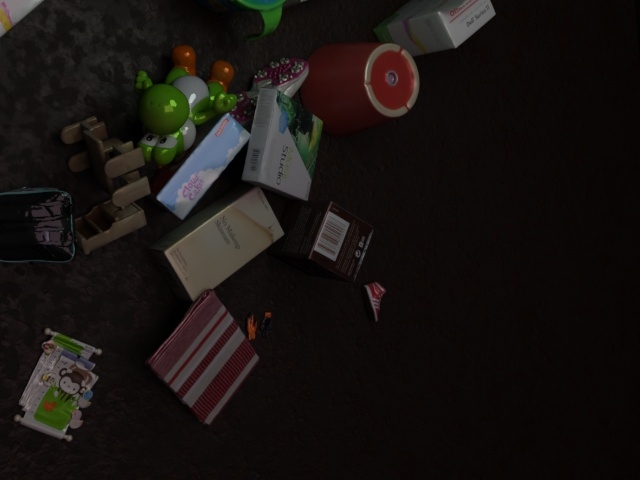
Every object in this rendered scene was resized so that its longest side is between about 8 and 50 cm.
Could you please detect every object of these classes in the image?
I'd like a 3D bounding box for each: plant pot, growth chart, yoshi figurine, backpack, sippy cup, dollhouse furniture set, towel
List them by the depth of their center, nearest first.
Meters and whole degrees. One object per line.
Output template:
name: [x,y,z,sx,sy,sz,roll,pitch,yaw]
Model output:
backpack: [-0.629,-0.032,1.619,0.188,0.144,0.166,-5,99,-25]
dollhouse furniture set: [-0.501,-0.119,1.676,0.161,0.212,0.242,-29,134,-30]
yoshi figurine: [-0.315,-0.325,1.712,0.203,0.203,0.362,54,34,-31]
growth chart: [-0.600,0.337,1.747,0.172,0.021,0.237,25,79,-35]
sippy cup: [-0.209,-0.657,1.834,0.240,0.224,0.306,12,86,-35]
towel: [-0.285,0.300,1.898,0.237,0.037,0.329,-51,142,-22]
plant pot: [0.121,-0.427,2.076,0.275,0.243,0.275,-2,94,-36]

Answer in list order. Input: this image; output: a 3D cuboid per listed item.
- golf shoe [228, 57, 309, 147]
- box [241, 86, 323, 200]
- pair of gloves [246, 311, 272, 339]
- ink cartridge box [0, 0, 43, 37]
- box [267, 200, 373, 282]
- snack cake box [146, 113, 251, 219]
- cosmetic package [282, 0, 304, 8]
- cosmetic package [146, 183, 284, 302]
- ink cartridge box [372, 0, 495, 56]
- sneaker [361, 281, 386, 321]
golf shoe: [-0.134,-0.367,1.997,0.306,0.115,0.140,-47,145,-29]
box: [-0.091,-0.237,1.948,0.322,0.058,0.232,15,86,-70]
pair of gloves: [-0.167,0.231,2.056,0.083,0.010,0.074,-1,92,-38]
ink cartridge box: [-0.695,-0.492,1.529,0.233,0.171,0.168,-51,119,-21]
box: [0.000,0.000,2.041,0.167,0.203,0.168,29,77,-34]
snack cake box: [-0.301,-0.184,1.818,0.089,0.152,0.264,43,80,-27]
cosmetic package: [0.003,-0.741,2.038,0.296,0.129,0.153,-30,111,-30]
cosmetic package: [-0.261,0.002,1.911,0.309,0.113,0.160,-39,114,-26]
ink cartridge box: [0.346,-0.630,2.154,0.207,0.353,0.119,-43,116,-25]
sneaker: [0.169,0.182,2.274,0.067,0.042,0.118,-21,103,-29]
